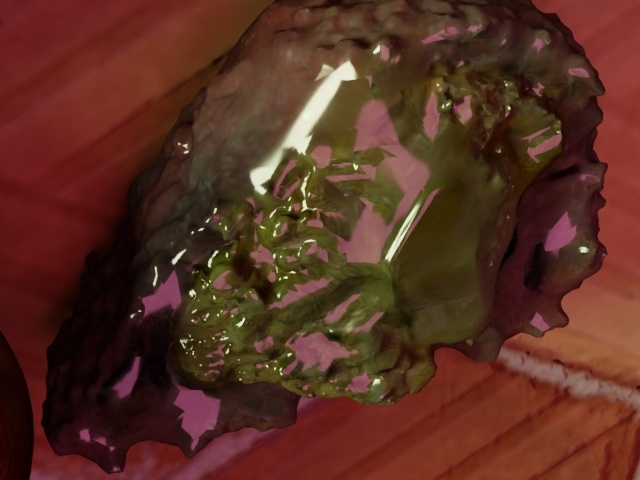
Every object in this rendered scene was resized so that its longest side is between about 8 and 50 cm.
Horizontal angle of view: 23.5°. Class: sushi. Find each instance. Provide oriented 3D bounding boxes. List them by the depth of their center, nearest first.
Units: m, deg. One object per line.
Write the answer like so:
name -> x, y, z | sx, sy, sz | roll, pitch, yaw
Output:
sushi -> 0.000, -0.018, 0.582 | 0.241, 0.107, 0.161 | -14, 119, -12

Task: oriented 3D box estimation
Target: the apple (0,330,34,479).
apple -> -0.184, 0.078, 0.523 | 0.168, 0.181, 0.181 | -42, 124, -1
